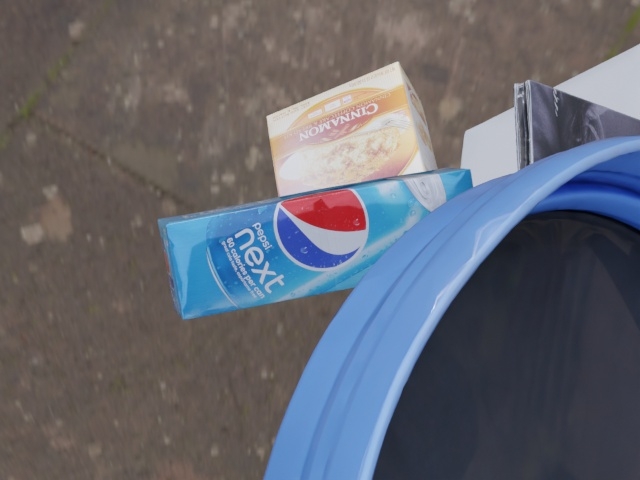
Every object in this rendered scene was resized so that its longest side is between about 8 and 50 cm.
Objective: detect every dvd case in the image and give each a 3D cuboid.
[{"bbox_3d":[0.184,0.016,1.176,0.018,0.164,0.221,-10,77,38],"label":"dvd case"}]

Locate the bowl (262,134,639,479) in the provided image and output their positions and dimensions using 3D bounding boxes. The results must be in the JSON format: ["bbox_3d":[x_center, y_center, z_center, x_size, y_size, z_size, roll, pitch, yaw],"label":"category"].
[{"bbox_3d":[0.124,0.150,0.767,0.391,0.077,0.391,-1,91,-43],"label":"bowl"}]

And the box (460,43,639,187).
[{"bbox_3d":[0.310,0.017,1.605,0.345,0.215,0.168,41,41,-31],"label":"box"}]

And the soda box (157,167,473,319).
[{"bbox_3d":[0.000,0.000,1.204,0.210,0.071,0.067,-11,95,-9],"label":"soda box"}]

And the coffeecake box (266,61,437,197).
[{"bbox_3d":[0.035,-0.059,1.659,0.142,0.068,0.185,-21,47,12],"label":"coffeecake box"}]
